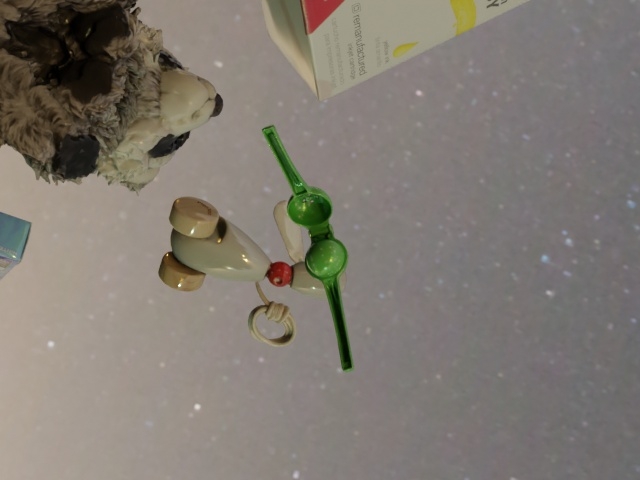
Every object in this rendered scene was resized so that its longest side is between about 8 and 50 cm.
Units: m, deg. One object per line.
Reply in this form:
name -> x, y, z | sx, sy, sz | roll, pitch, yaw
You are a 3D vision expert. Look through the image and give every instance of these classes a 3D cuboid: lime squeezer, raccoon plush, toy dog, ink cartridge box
lime squeezer -> 0.000, 0.000, 1.383 | 0.110, 0.059, 0.310 | -126, -162, -78
raccoon plush -> -0.321, -0.193, 1.147 | 0.299, 0.447, 0.216 | 84, 30, -85
toy dog -> -0.130, 0.016, 2.003 | 0.220, 0.334, 0.161 | -46, -156, 25
ink cartridge box -> 0.115, -0.393, 1.469 | 0.385, 0.279, 0.160 | -27, -124, -11

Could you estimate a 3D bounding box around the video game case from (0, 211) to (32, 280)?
video game case -> -0.534, -0.011, 1.463 | 0.244, 0.270, 0.061 | -28, -134, 58
